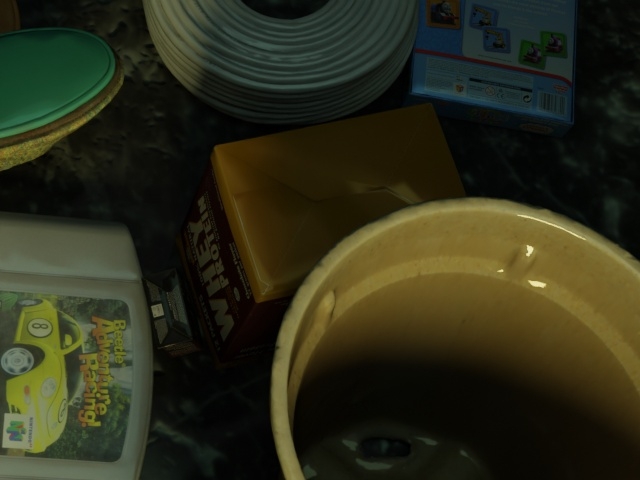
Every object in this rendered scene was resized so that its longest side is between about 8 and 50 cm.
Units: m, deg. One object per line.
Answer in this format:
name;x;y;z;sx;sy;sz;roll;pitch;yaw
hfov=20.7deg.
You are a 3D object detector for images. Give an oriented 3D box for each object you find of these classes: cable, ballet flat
cable;-0.033;-0.232;1.587;0.257;0.089;0.257;8;68;-4
ballet flat;-0.328;-0.080;1.451;0.348;0.123;0.123;-24;76;-25

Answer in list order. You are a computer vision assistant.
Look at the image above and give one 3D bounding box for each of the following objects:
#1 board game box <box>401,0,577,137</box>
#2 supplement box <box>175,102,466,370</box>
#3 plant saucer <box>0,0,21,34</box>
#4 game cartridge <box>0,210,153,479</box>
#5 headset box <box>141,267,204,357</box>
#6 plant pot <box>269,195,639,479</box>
board game box;0.164;-0.211;1.667;0.160;0.039;0.211;10;67;-9
supplement box;0.000;0.000;1.453;0.191;0.194;0.129;-13;72;-19
plant saucer;-0.361;-0.193;1.531;0.200;0.037;0.200;5;67;-13
game cartridge;-0.235;0.115;1.428;0.196;0.060;0.294;6;67;-16
headset box;-0.122;0.062;1.461;0.032;0.083;0.062;-15;79;2
plant pot;0.097;0.183;1.332;0.334;0.305;0.334;6;62;-11
